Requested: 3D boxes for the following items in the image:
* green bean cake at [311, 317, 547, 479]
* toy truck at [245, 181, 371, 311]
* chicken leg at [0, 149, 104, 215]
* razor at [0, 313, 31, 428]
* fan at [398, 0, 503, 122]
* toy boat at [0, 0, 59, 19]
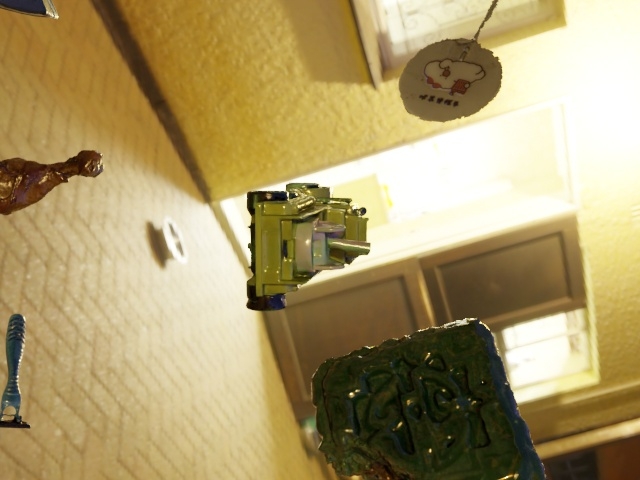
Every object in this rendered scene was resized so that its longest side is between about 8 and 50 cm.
[{"bbox_3d":[0.154,0.296,1.229,0.169,0.300,0.308,61,12,-53],"label":"green bean cake"},{"bbox_3d":[-0.002,0.000,0.981,0.259,0.135,0.128,-42,132,-79],"label":"toy truck"},{"bbox_3d":[-0.538,-0.121,1.601,0.087,0.251,0.107,62,14,-84],"label":"chicken leg"},{"bbox_3d":[-0.601,0.251,1.620,0.253,0.082,0.042,-102,-149,-41],"label":"razor"},{"bbox_3d":[0.255,-0.329,1.433,0.329,0.191,0.009,115,-22,-44],"label":"fan"},{"bbox_3d":[-0.495,-0.395,1.144,0.299,0.096,0.062,32,4,-30],"label":"toy boat"}]
